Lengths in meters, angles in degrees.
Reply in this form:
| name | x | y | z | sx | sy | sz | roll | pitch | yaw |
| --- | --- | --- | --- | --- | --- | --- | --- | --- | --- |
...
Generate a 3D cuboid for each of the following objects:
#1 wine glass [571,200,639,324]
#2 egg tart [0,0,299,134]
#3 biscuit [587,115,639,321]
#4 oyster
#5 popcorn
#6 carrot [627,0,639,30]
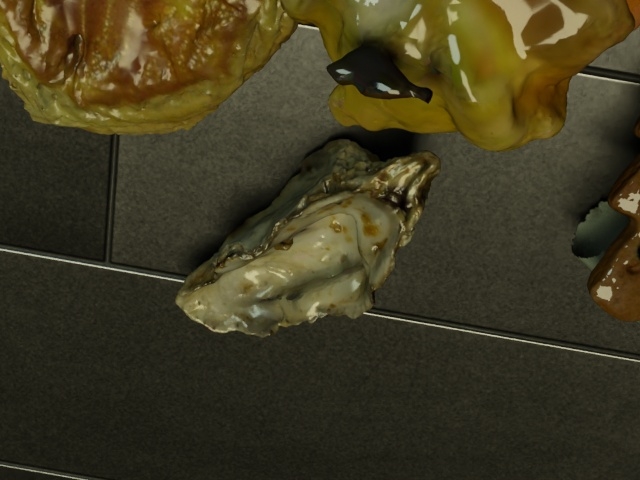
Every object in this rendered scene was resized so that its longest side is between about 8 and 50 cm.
| name | x | y | z | sx | sy | sz | roll | pitch | yaw |
| --- | --- | --- | --- | --- | --- | --- | --- | --- | --- |
| wine glass | 0.358 | 0.053 | 1.408 | 0.222 | 0.103 | 0.103 | 39 | 120 | -19 |
| egg tart | -0.158 | -0.267 | 1.213 | 0.340 | 0.153 | 0.351 | -15 | 117 | 26 |
| biscuit | 0.378 | -0.043 | 1.316 | 0.278 | 0.043 | 0.301 | -13 | 105 | -10 |
| oyster | -0.001 | -0.004 | 1.413 | 0.166 | 0.110 | 0.341 | 34 | 124 | -9 |
| popcorn | 0.123 | -0.217 | 1.071 | 0.316 | 0.281 | 0.297 | -20 | 89 | 15 |
| carrot | 0.179 | -0.276 | 1.211 | 0.258 | 0.100 | 0.307 | 35 | 123 | -13 |
